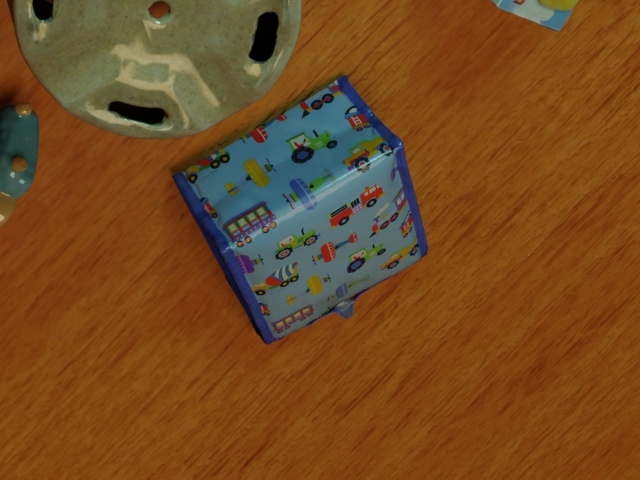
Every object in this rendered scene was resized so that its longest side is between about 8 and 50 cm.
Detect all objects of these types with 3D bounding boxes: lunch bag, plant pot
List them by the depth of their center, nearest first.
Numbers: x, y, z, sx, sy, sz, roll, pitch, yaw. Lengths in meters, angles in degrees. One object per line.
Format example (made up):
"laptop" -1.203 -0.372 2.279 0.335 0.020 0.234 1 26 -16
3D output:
"plant pot" -0.142 -0.254 1.300 0.334 0.305 0.334 -5 125 -8
"lunch bag" 0.000 0.000 1.734 0.221 0.138 0.293 -31 141 -6

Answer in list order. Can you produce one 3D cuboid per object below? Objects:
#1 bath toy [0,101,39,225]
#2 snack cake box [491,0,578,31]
"bath toy" -0.429 -0.125 1.425 0.129 0.151 0.348 -20 141 37
"snack cake box" 0.230 -0.356 1.489 0.089 0.152 0.264 14 117 -34
